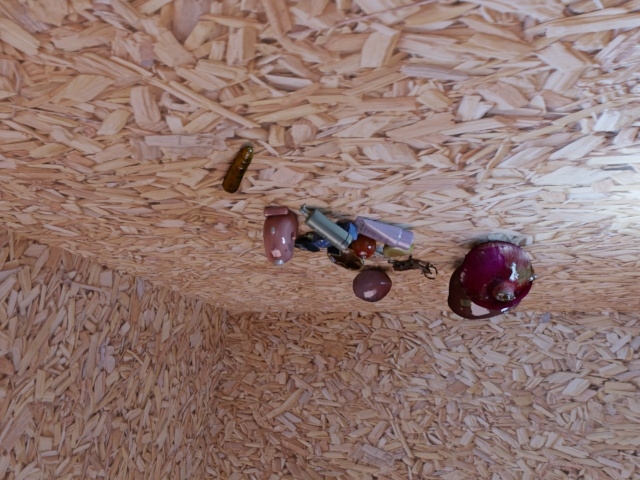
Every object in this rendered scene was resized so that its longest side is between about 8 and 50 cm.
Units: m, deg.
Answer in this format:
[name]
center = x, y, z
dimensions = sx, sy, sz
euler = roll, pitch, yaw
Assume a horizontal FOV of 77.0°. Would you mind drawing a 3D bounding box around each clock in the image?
[clock]
center = -0.175, -0.005, 1.817
dimensions = 0.143, 0.240, 0.227
euler = -1, 158, 7

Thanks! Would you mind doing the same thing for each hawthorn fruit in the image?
[hawthorn fruit]
center = 0.221, 0.033, 2.002
dimensions = 0.125, 0.140, 0.125
euler = -12, 135, -13

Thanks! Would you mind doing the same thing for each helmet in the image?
[helmet]
center = 0.864, 0.235, 2.191
dimensions = 0.386, 0.337, 0.230
euler = -4, 123, 36

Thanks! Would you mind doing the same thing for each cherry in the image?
[cherry]
center = 0.327, 0.270, 2.511
dimensions = 0.240, 0.206, 0.239
euler = -12, 133, -13

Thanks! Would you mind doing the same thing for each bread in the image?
[bread]
center = 0.373, 0.033, 2.013
dimensions = 0.095, 0.082, 0.157
euler = 24, 150, -35

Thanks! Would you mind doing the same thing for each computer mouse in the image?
[computer mouse]
center = -0.076, 0.022, 2.102
dimensions = 0.106, 0.062, 0.192
euler = 9, 176, 37

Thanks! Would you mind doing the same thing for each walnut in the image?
[walnut]
center = 0.143, 0.071, 2.134
dimensions = 0.212, 0.087, 0.167
euler = 21, 140, 14

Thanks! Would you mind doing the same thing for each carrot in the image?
[carrot]
center = -0.294, -0.249, 1.441
dimensions = 0.066, 0.066, 0.314
euler = 14, 157, -22

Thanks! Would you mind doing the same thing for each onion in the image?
[onion]
center = 0.827, 0.186, 1.883
dimensions = 0.349, 0.346, 0.385
euler = -1, -160, 13

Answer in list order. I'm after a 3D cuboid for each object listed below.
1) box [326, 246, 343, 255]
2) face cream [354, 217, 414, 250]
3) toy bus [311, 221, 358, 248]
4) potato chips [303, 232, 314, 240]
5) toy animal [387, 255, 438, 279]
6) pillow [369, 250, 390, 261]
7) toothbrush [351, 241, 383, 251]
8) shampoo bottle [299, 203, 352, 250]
[box]
center = 0.072, 0.032, 2.057
dimensions = 0.080, 0.035, 0.083
euler = 11, 124, 29
[face cream]
center = 0.288, -0.037, 1.863
dimensions = 0.274, 0.096, 0.154
euler = 18, 162, 2
[toy bus]
center = 0.066, -0.020, 1.919
dimensions = 0.237, 0.079, 0.094
euler = -17, 136, 43
[potato chips]
center = 0.000, 0.001, 2.083
dimensions = 0.092, 0.028, 0.208
euler = -9, 154, 35
[toy animal]
center = 0.530, 0.148, 2.323
dimensions = 0.244, 0.087, 0.260
euler = 6, 166, 38
[pillow]
center = 0.275, 0.081, 2.223
dimensions = 0.233, 0.043, 0.126
euler = 20, 159, -41
[toothbrush]
center = 0.203, 0.017, 2.087
dimensions = 0.289, 0.024, 0.021
euler = 13, 160, -22
[shampoo bottle]
center = 0.016, -0.061, 1.765
dimensions = 0.263, 0.085, 0.085
euler = 36, 151, -12
